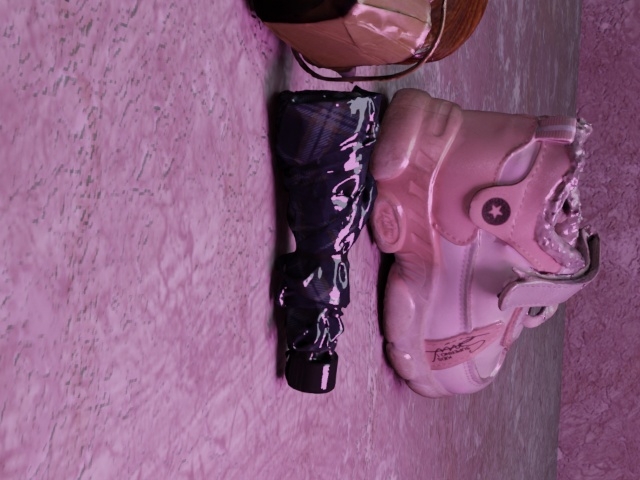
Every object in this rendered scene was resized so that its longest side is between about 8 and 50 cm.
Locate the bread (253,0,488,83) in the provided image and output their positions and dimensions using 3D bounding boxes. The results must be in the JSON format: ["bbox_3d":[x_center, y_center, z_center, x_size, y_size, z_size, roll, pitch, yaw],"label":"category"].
[{"bbox_3d":[0.046,-0.221,0.943,0.212,0.142,0.224,-1,93,-56],"label":"bread"}]

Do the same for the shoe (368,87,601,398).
[{"bbox_3d":[0.162,0.021,1.275,0.351,0.198,0.172,74,27,-44],"label":"shoe"}]

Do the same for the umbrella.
[{"bbox_3d":[0.001,0.000,0.980,0.071,0.080,0.224,-146,-122,-69],"label":"umbrella"}]
